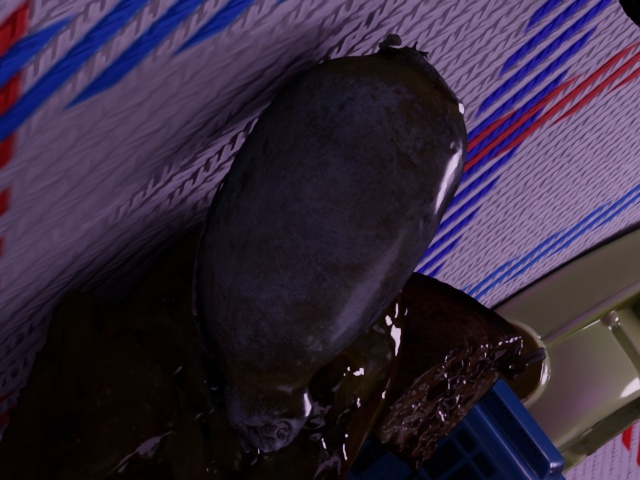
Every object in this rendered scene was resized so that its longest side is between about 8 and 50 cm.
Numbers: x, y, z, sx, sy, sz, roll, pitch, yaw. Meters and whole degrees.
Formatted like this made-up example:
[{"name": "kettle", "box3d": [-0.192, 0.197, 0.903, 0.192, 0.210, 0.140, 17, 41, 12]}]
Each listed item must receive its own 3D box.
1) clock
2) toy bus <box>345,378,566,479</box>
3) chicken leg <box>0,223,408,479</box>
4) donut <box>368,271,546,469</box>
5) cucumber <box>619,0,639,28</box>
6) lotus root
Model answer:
[{"name": "clock", "box3d": [0.157, 0.134, 1.542, 0.348, 0.117, 0.286, -27, 164, -29]}, {"name": "toy bus", "box3d": [0.053, 0.104, 1.054, 0.106, 0.185, 0.090, -41, 166, 13]}, {"name": "chicken leg", "box3d": [-0.104, 0.126, 0.853, 0.361, 0.140, 0.211, -43, 173, 18]}, {"name": "donut", "box3d": [-0.015, 0.097, 0.973, 0.217, 0.141, 0.085, -55, 152, 8]}, {"name": "cucumber", "box3d": [0.134, -0.117, 0.811, 0.033, 0.034, 0.135, -32, 167, 8]}, {"name": "lotus root", "box3d": [-0.002, -0.001, 0.727, 0.165, 0.088, 0.088, -61, 162, 7]}]
